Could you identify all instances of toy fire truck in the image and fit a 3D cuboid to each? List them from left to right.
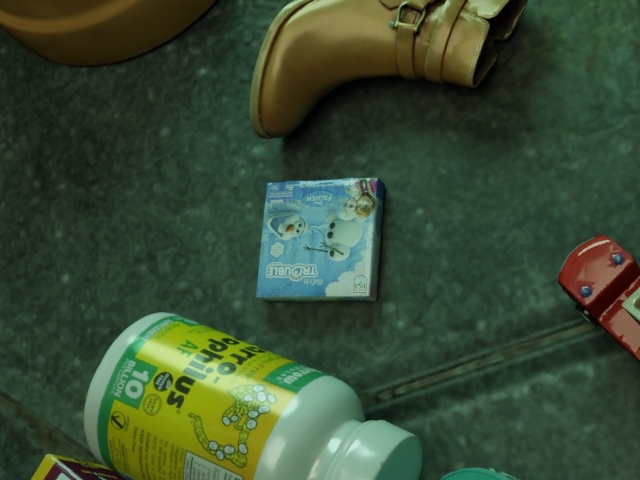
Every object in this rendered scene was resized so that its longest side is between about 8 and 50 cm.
[{"bbox_3d":[0.208,0.062,0.650,0.047,0.135,0.192,-45,62,4],"label":"toy fire truck"}]

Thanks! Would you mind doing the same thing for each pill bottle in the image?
[{"bbox_3d":[-0.044,0.133,0.747,0.208,0.117,0.118,19,82,28],"label":"pill bottle"}]

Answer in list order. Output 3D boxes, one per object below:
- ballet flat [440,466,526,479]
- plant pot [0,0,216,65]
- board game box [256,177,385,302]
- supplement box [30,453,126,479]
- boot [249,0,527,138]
[{"bbox_3d":[0.126,0.244,0.547,0.146,0.409,0.147,-1,99,-7],"label":"ballet flat"},{"bbox_3d":[-0.213,-0.316,0.915,0.290,0.203,0.291,-7,71,20],"label":"plant pot"},{"bbox_3d":[0.000,0.000,0.825,0.090,0.020,0.090,-2,74,23],"label":"board game box"},{"bbox_3d":[-0.132,0.242,0.770,0.188,0.081,0.104,30,87,28],"label":"supplement box"},{"bbox_3d":[0.047,-0.138,0.822,0.152,0.073,0.197,29,89,24],"label":"boot"}]
